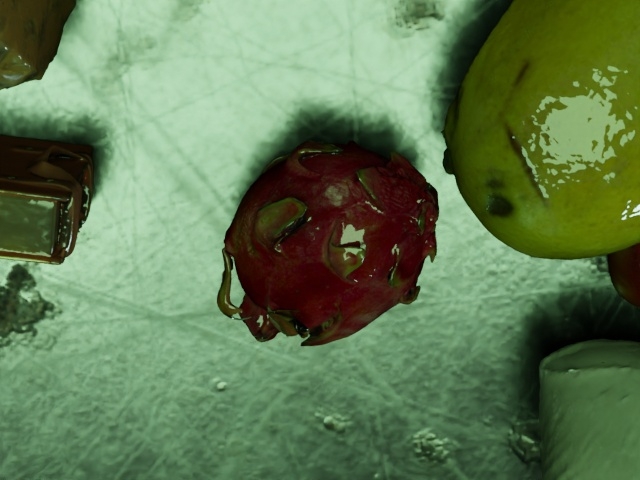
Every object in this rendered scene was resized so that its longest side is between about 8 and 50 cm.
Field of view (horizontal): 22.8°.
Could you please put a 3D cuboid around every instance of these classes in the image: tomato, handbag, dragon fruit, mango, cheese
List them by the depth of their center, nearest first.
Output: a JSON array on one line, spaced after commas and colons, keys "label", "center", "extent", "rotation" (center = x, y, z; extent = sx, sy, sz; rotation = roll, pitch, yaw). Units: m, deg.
[{"label": "mango", "center": [0.188, -0.107, 0.993], "extent": [0.167, 0.130, 0.262], "rotation": [30, 95, 0]}, {"label": "handbag", "center": [-0.243, -0.035, 1.010], "extent": [0.190, 0.127, 0.063], "rotation": [8, 107, -2]}, {"label": "dragon fruit", "center": [0.000, 0.000, 1.028], "extent": [0.166, 0.136, 0.133], "rotation": [-43, 70, 37]}, {"label": "cheese", "center": [0.239, 0.157, 1.034], "extent": [0.198, 0.154, 0.189], "rotation": [6, 71, 1]}, {"label": "tomato", "center": [0.235, 0.008, 1.055], "extent": [0.087, 0.075, 0.087], "rotation": [0, 103, 2]}]

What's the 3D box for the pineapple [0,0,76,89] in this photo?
[{"label": "pineapple", "center": [-0.300, -0.151, 0.973], "extent": [0.278, 0.158, 0.158], "rotation": [-5, 106, 14]}]
